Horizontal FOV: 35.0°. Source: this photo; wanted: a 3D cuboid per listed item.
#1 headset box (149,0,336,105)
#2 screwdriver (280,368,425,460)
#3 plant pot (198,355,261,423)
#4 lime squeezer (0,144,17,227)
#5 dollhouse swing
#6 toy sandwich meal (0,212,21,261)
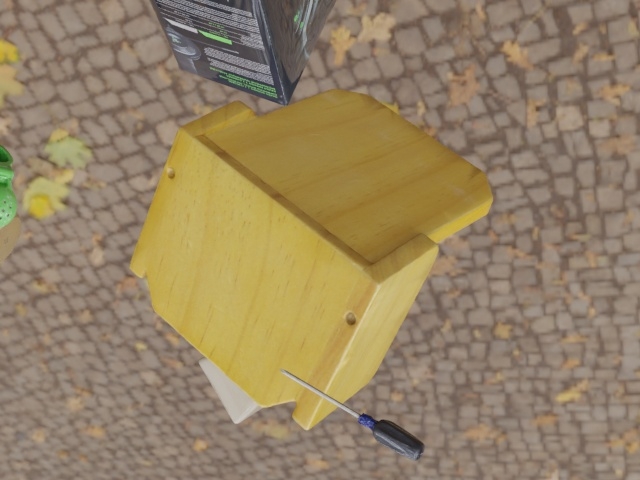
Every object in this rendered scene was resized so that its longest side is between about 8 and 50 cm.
[{"bbox_3d":[-0.054,-0.302,0.972,0.131,0.246,0.283,20,165,12],"label":"headset box"},{"bbox_3d":[0.026,0.167,0.986,0.170,0.025,0.024,24,125,22],"label":"screwdriver"},{"bbox_3d":[-0.089,0.181,1.447,0.109,0.109,0.096,59,146,4],"label":"plant pot"},{"bbox_3d":[-0.405,-0.069,1.223,0.059,0.310,0.110,2,162,-32],"label":"lime squeezer"},{"bbox_3d":[0.000,0.000,1.351,0.347,0.305,0.315,37,118,25],"label":"dollhouse swing"},{"bbox_3d":[-0.420,-0.006,1.312,0.029,0.085,0.085,26,138,8],"label":"toy sandwich meal"}]
